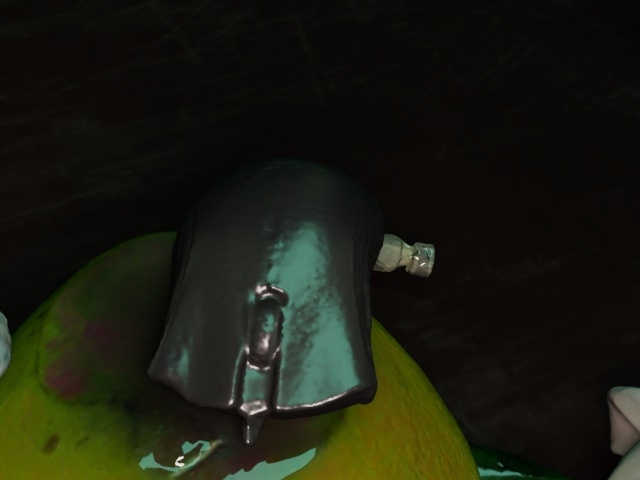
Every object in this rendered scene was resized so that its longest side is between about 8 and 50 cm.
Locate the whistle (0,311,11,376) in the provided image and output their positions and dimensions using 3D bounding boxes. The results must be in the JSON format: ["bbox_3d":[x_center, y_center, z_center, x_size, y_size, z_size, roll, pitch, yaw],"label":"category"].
[{"bbox_3d":[-0.413,0.100,1.124,0.405,0.188,0.168,7,38,-14],"label":"whistle"}]

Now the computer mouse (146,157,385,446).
[{"bbox_3d":[-0.031,0.018,1.129,0.147,0.088,0.264,3,47,1],"label":"computer mouse"}]

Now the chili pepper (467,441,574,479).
[{"bbox_3d":[0.105,0.180,1.345,0.216,0.062,0.108,14,37,-8],"label":"chili pepper"}]

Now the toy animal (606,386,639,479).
[{"bbox_3d":[0.303,0.224,1.296,0.208,0.154,0.325,26,28,-5],"label":"toy animal"}]

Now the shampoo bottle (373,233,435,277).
[{"bbox_3d":[0.000,-0.001,1.538,0.207,0.057,0.063,12,29,-12],"label":"shampoo bottle"}]

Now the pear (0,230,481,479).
[{"bbox_3d":[-0.072,0.136,1.179,0.399,0.165,0.399,3,45,-3],"label":"pear"}]
